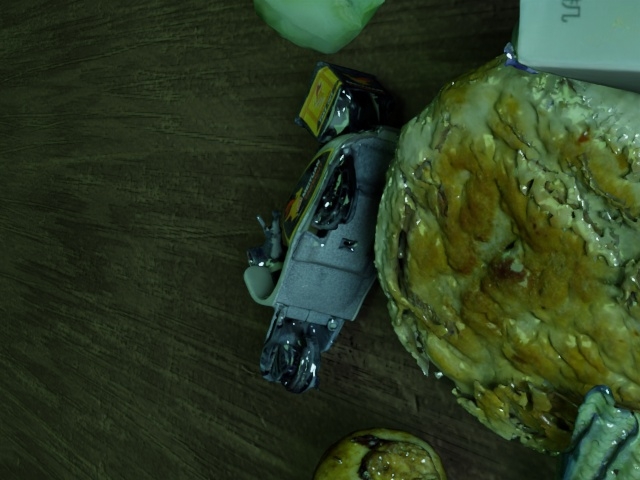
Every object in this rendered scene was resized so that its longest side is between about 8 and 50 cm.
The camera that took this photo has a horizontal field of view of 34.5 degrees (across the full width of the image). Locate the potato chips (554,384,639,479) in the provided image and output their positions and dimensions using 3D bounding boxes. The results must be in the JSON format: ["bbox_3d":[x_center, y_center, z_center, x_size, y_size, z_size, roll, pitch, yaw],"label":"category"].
[{"bbox_3d":[0.161,0.177,0.613,0.092,0.028,0.207,54,145,40],"label":"potato chips"}]

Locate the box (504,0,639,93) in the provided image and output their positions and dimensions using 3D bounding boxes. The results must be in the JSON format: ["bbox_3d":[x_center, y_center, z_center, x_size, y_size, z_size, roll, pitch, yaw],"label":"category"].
[{"bbox_3d":[0.211,-0.083,0.391,0.135,0.269,0.079,16,100,54],"label":"box"}]

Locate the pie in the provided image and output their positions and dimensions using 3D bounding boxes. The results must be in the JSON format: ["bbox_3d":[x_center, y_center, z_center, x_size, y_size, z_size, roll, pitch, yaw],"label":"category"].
[{"bbox_3d":[0.130,0.016,0.627,0.274,0.055,0.274,28,129,40],"label":"pie"}]

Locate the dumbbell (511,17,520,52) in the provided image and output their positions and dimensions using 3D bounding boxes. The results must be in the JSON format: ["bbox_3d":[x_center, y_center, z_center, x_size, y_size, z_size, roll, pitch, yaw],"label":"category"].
[{"bbox_3d":[0.126,-0.087,0.691,0.254,0.082,0.081,-43,52,47],"label":"dumbbell"}]

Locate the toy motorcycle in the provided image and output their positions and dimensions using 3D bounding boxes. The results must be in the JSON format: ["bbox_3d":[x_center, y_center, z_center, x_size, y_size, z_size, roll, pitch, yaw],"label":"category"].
[{"bbox_3d":[0.000,0.000,0.869,0.263,0.091,0.157,-66,30,23],"label":"toy motorcycle"}]

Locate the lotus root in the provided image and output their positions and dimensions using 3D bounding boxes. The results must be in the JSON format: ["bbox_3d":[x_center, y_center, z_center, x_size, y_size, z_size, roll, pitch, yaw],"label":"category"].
[{"bbox_3d":[0.030,0.220,0.779,0.094,0.108,0.190,57,141,38],"label":"lotus root"}]

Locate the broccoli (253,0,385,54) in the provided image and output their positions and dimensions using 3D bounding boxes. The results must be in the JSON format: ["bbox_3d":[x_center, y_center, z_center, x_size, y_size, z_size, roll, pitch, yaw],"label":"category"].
[{"bbox_3d":[0.037,-0.257,0.681,0.270,0.270,0.270,-1,60,57],"label":"broccoli"}]
